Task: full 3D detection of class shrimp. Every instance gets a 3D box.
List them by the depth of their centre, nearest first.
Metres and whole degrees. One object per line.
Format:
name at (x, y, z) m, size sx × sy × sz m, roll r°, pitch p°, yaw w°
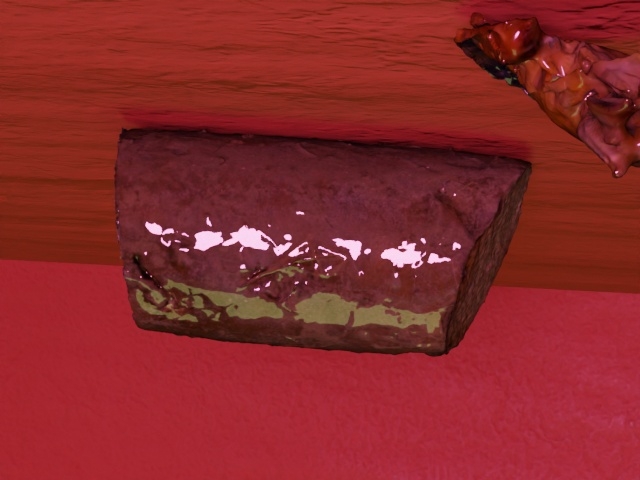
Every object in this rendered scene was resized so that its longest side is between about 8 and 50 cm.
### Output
shrimp at (0.140, -0.061, 0.801) m, size 0.117 × 0.066 × 0.262 m, roll 16°, pitch -179°, yaw -16°

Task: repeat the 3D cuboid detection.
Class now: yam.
yam at (0.000, 0.000, 1.283) m, size 0.304 × 0.168 × 0.168 m, roll 6°, pitch 174°, yaw 1°
